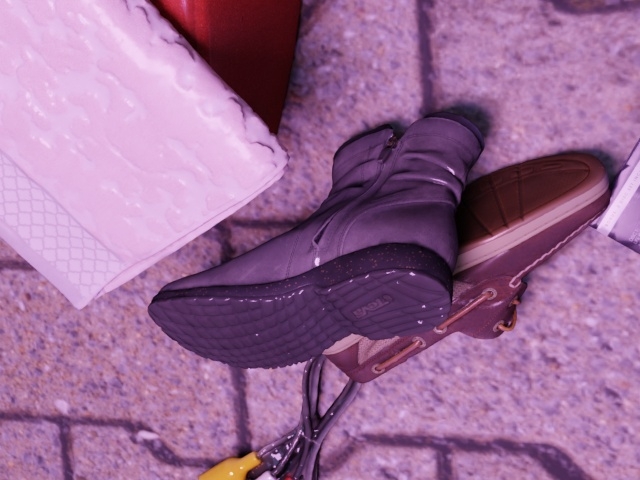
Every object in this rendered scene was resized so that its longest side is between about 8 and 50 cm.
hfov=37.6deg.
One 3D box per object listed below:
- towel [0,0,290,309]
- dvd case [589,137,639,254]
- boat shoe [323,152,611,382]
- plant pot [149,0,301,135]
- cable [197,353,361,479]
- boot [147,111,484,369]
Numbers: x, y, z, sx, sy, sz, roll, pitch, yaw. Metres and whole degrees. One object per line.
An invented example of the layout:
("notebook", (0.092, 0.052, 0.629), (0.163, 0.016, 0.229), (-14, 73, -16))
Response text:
("towel", (-0.238, -0.110, 0.820), (0.317, 0.053, 0.332), (-33, 109, 36))
("dvd case", (0.389, -0.029, 0.877), (0.221, 0.018, 0.164), (31, 109, 10))
("boat shoe", (0.146, 0.040, 0.940), (0.342, 0.123, 0.123), (-34, 113, 16))
("plant pot", (-0.173, -0.166, 0.937), (0.267, 0.267, 0.236), (6, 115, 19))
("cable", (-0.027, 0.243, 1.055), (0.139, 0.072, 0.287), (40, 111, 3))
("boot", (0.000, 0.000, 0.935), (0.338, 0.222, 0.118), (-9, 135, 29))
